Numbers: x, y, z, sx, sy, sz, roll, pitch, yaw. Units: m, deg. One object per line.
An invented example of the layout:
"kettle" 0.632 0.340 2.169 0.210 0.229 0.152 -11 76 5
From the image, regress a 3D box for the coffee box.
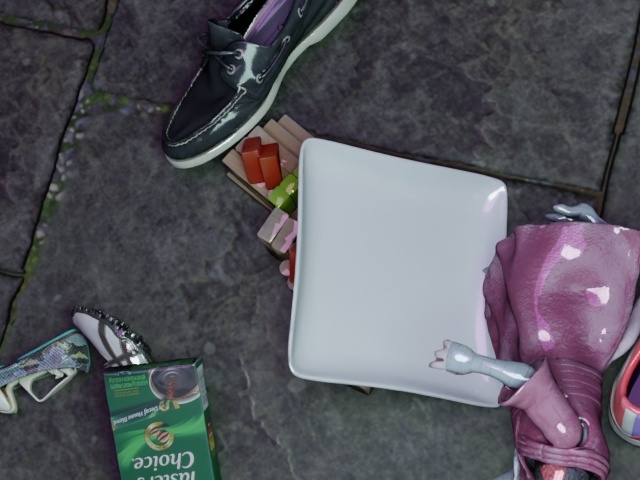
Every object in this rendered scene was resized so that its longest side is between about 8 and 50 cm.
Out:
"coffee box" -0.178 0.231 1.927 0.113 0.040 0.184 -6 99 7

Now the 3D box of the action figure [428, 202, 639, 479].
"action figure" 0.258 0.166 1.779 0.276 0.248 0.370 -3 56 6

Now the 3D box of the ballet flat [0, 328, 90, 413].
"ballet flat" -0.361 0.171 2.007 0.188 0.070 0.070 -26 70 3

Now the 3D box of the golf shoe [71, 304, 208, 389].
"golf shoe" -0.230 0.154 1.976 0.198 0.077 0.094 37 89 13

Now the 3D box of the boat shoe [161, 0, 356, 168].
"boat shoe" -0.090 -0.241 2.038 0.340 0.113 0.127 -46 43 -6

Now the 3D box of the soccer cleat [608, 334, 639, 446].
"soccer cleat" 0.424 0.084 1.862 0.108 0.116 0.318 32 81 18

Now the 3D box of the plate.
"plate" 0.086 0.041 1.915 0.278 0.045 0.277 11 72 -26

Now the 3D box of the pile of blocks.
"pile of blocks" 0.000 0.000 1.968 0.149 0.112 0.362 -24 71 2
